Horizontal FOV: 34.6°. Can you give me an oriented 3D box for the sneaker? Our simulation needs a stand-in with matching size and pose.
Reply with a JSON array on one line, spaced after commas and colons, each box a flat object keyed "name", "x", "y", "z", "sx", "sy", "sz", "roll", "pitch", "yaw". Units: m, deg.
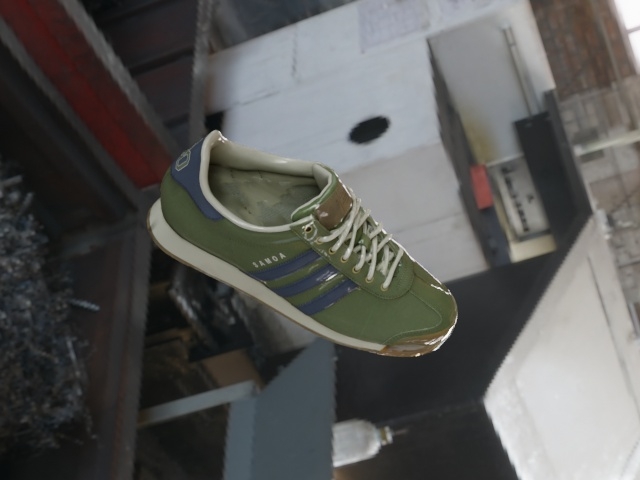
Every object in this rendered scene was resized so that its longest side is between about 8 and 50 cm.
[{"name": "sneaker", "x": 0.000, "y": 0.000, "z": 0.577, "sx": 0.086, "sy": 0.192, "sz": 0.064, "roll": 120, "pitch": -8, "yaw": -49}]
